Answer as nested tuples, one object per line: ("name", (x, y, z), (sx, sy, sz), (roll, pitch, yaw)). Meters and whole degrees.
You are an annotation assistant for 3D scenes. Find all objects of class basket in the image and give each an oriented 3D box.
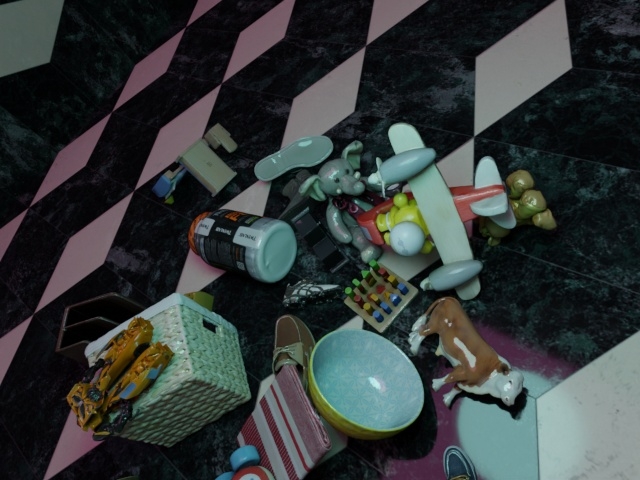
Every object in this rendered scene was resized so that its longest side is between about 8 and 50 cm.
("basket", (-0.416, 0.375, 1.410), (0.331, 0.328, 0.266), (-32, 54, 6))

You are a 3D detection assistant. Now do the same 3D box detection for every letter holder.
("letter holder", (-0.629, 0.310, 1.576), (0.215, 0.302, 0.152), (-18, 53, 17))

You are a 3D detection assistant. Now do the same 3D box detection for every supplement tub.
("supplement tub", (-0.263, 0.009, 1.640), (0.338, 0.207, 0.207), (12, 66, 33))

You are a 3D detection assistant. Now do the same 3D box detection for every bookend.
("bookend", (0.000, 0.000, 1.536), (0.072, 0.157, 0.156), (-38, 49, 2))

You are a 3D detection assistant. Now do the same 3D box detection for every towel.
("towel", (-0.102, 0.502, 1.239), (0.329, 0.037, 0.237), (-58, 44, 28))

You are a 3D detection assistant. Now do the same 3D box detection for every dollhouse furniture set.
("dollhouse furniture set", (-0.493, -0.269, 2.043), (0.303, 0.198, 0.286), (-31, 18, 48))

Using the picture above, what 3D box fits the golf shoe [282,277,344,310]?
("golf shoe", (-0.026, 0.148, 1.506), (0.198, 0.077, 0.093), (-14, 54, 19))

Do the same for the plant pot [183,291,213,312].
("plant pot", (-0.421, 0.215, 1.670), (0.081, 0.083, 0.081), (-13, 55, 21))

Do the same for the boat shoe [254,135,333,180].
("boat shoe", (-0.101, -0.309, 1.830), (0.303, 0.114, 0.091), (-18, 13, 2))

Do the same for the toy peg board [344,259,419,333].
("toy peg board", (0.160, 0.147, 1.403), (0.161, 0.079, 0.161), (-47, 50, -6))

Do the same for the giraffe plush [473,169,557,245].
("giraffe plush", (0.493, -0.071, 1.305), (0.171, 0.210, 0.181), (-28, 75, 16))

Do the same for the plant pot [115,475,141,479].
("plant pot", (-0.553, 0.786, 1.304), (0.215, 0.215, 0.230), (-32, 63, 6))

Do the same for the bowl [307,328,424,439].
("bowl", (0.089, 0.375, 1.219), (0.289, 0.290, 0.156), (61, 140, 40))

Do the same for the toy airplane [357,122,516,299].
("toy airplane", (0.279, -0.052, 1.230), (0.386, 0.384, 0.272), (34, 49, 15))

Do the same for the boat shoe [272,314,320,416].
("boat shoe", (-0.075, 0.340, 1.377), (0.123, 0.116, 0.324), (-26, 51, 11))

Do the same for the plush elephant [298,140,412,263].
("plush elephant", (0.094, -0.147, 1.516), (0.272, 0.255, 0.330), (-48, 50, -7))

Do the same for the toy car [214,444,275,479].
("toy car", (-0.238, 0.637, 1.162), (0.210, 0.238, 0.219), (-58, 45, 21))

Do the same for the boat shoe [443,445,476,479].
("boat shoe", (0.305, 0.532, 1.067), (0.065, 0.083, 0.183), (-21, 52, 15))

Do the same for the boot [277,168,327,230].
("boot", (-0.089, -0.140, 1.740), (0.246, 0.083, 0.161), (-46, 43, -13))

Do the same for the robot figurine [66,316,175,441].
("robot figurine", (-0.505, 0.340, 1.221), (0.211, 0.085, 0.291), (37, 84, 35))

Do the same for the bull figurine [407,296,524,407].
("bull figurine", (0.341, 0.284, 1.200), (0.188, 0.101, 0.310), (-34, 50, 7))
